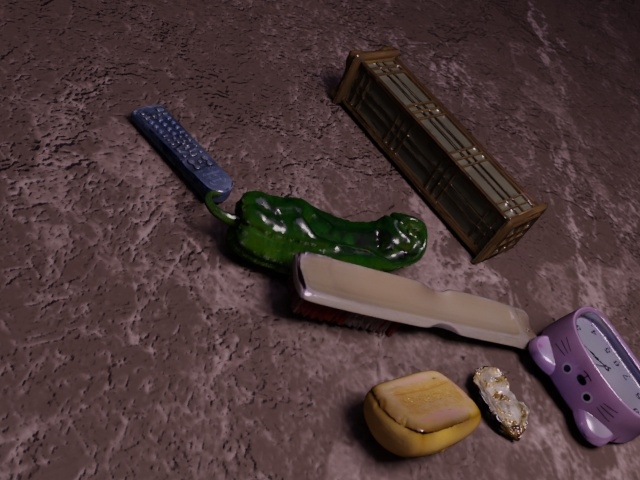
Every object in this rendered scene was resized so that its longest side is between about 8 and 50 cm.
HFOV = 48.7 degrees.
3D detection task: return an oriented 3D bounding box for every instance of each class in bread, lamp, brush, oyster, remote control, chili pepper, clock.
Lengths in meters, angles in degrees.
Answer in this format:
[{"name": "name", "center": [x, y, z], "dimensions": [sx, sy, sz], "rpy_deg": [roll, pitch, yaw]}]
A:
[{"name": "bread", "center": [0.092, 0.166, 0.660], "dimensions": [0.115, 0.056, 0.082], "rpy_deg": [-5, 34, -47]}, {"name": "lamp", "center": [0.147, -0.122, 0.937], "dimensions": [0.090, 0.089, 0.325], "rpy_deg": [-18, 60, -38]}, {"name": "brush", "center": [0.106, 0.079, 0.764], "dimensions": [0.321, 0.050, 0.060], "rpy_deg": [14, 42, -28]}, {"name": "oyster", "center": [0.187, 0.170, 0.738], "dimensions": [0.054, 0.019, 0.083], "rpy_deg": [-2, 50, -33]}, {"name": "remote control", "center": [-0.154, -0.097, 0.793], "dimensions": [0.043, 0.027, 0.152], "rpy_deg": [-27, 65, -36]}, {"name": "chili pepper", "center": [0.002, -0.005, 0.761], "dimensions": [0.257, 0.074, 0.100], "rpy_deg": [9, 62, -31]}, {"name": "clock", "center": [0.307, 0.149, 0.786], "dimensions": [0.110, 0.050, 0.152], "rpy_deg": [-7, 58, -42]}]
